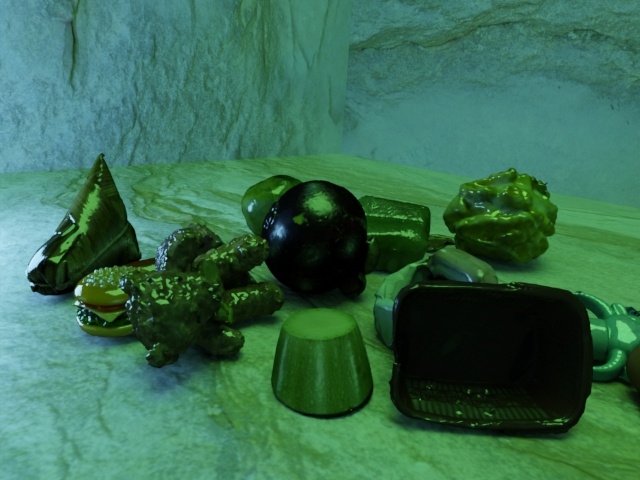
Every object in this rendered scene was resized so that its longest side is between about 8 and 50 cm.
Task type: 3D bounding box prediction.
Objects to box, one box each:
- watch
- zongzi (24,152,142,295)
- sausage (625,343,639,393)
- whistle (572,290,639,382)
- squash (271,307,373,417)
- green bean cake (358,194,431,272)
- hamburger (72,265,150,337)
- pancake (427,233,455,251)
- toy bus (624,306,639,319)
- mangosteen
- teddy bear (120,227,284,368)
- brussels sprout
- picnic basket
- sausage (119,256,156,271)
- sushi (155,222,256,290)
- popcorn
[{"bbox_3d":[0.220,0.133,0.916,0.241,0.162,0.253,-15,19,-13],"label":"watch"},{"bbox_3d":[-0.556,-0.043,1.041,0.134,0.288,0.286,2,17,14],"label":"zongzi"},{"bbox_3d":[0.560,0.247,0.629,0.121,0.121,0.304,5,17,4],"label":"sausage"},{"bbox_3d":[0.549,0.190,0.855,0.274,0.093,0.186,6,44,16],"label":"whistle"},{"bbox_3d":[0.002,0.186,0.731,0.170,0.123,0.170,-2,16,1],"label":"squash"},{"bbox_3d":[0.191,-0.016,1.291,0.248,0.125,0.222,9,40,18],"label":"green bean cake"},{"bbox_3d":[-0.387,0.114,0.868,0.162,0.115,0.162,2,17,-1],"label":"hamburger"},{"bbox_3d":[0.392,0.009,1.499,0.184,0.020,0.190,9,19,14],"label":"pancake"},{"bbox_3d":[0.669,0.189,0.944,0.061,0.051,0.153,-2,18,2],"label":"toy bus"},{"bbox_3d":[0.000,0.000,1.077,0.288,0.288,0.288,3,18,-1],"label":"mangosteen"},{"bbox_3d":[-0.193,0.088,0.815,0.296,0.246,0.222,-20,1,-25],"label":"teddy bear"},{"bbox_3d":[-0.120,-0.101,1.452,0.219,0.210,0.271,-17,4,15],"label":"brussels sprout"},{"bbox_3d":[0.249,0.173,0.713,0.296,0.223,0.129,4,-5,1],"label":"picnic basket"},{"bbox_3d":[-0.342,0.071,1.064,0.300,0.083,0.089,-9,34,-31],"label":"sausage"},{"bbox_3d":[-0.250,0.083,0.987,0.161,0.241,0.107,-41,32,-7],"label":"sushi"},{"bbox_3d":[0.539,-0.074,1.369,0.312,0.312,0.312,3,18,-1],"label":"popcorn"}]
